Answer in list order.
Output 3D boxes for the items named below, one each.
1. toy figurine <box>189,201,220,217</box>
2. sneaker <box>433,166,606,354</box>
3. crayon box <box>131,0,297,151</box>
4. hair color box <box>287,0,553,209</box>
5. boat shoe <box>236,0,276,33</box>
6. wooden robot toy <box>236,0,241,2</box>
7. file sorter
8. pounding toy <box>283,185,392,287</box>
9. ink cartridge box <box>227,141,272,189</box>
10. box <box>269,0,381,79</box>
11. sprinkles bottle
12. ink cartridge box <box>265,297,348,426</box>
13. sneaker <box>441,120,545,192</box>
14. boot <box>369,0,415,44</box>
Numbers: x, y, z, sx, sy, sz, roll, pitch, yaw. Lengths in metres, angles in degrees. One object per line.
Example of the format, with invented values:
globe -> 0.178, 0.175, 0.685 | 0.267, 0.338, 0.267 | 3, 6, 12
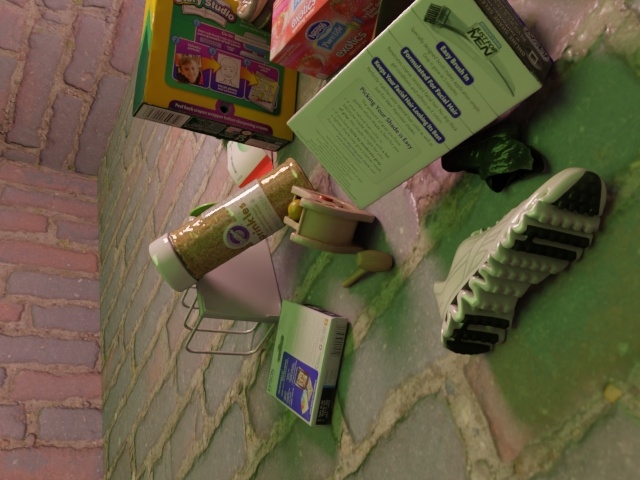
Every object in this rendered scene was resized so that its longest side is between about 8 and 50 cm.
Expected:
toy figurine -> -0.279, 0.003, 1.681 | 0.173, 0.130, 0.159 | 115, 145, -67
sneaker -> 0.233, 0.014, 0.783 | 0.292, 0.110, 0.118 | -57, 27, 33
crayon box -> -0.234, -0.407, 1.456 | 0.106, 0.362, 0.313 | -18, 65, 58
hair color box -> 0.129, -0.209, 0.885 | 0.338, 0.185, 0.110 | -33, 11, 43
boat shoe -> -0.076, -0.626, 1.483 | 0.132, 0.130, 0.356 | -12, 48, 56
wooden robot toy -> -0.225, -0.707, 1.822 | 0.173, 0.079, 0.076 | 42, 118, 56
file sorter -> -0.226, 0.114, 1.453 | 0.173, 0.192, 0.278 | -57, 36, 38
pounding toy -> 0.000, 0.000, 1.131 | 0.269, 0.154, 0.155 | 33, 109, 59
ink cartridge box -> -0.188, -0.202, 1.628 | 0.181, 0.056, 0.225 | -38, 47, 50
box -> 0.027, -0.472, 1.246 | 0.300, 0.142, 0.154 | -24, 60, 56
sprinkles bottle -> -0.178, -0.034, 1.290 | 0.355, 0.121, 0.121 | -32, 40, -1
ink cartridge box -> -0.032, 0.232, 1.222 | 0.208, 0.045, 0.207 | 12, 91, 59
sneaker -> 0.233, -0.105, 0.864 | 0.170, 0.051, 0.089 | -26, 56, 52
boot -> 0.117, -0.308, 1.117 | 0.115, 0.112, 0.305 | -71, 2, -65
